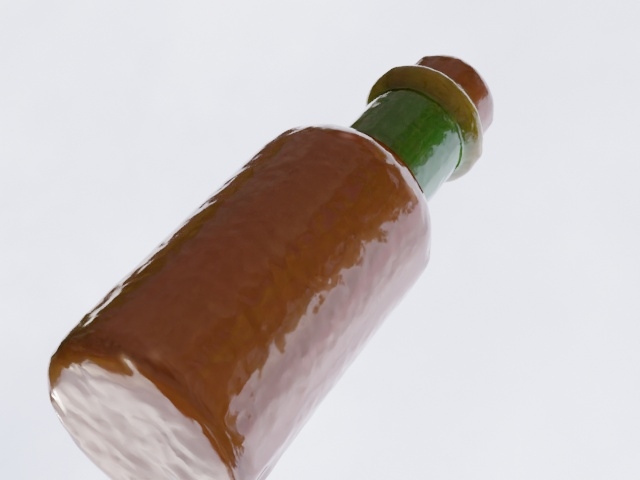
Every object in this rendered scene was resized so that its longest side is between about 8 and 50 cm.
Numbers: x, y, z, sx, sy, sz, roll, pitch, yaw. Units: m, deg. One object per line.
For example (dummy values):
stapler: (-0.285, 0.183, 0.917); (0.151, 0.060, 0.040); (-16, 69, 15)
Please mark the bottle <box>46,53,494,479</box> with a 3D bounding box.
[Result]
bottle: (0.000, 0.000, 0.393); (0.069, 0.069, 0.187); (3, -144, 38)
